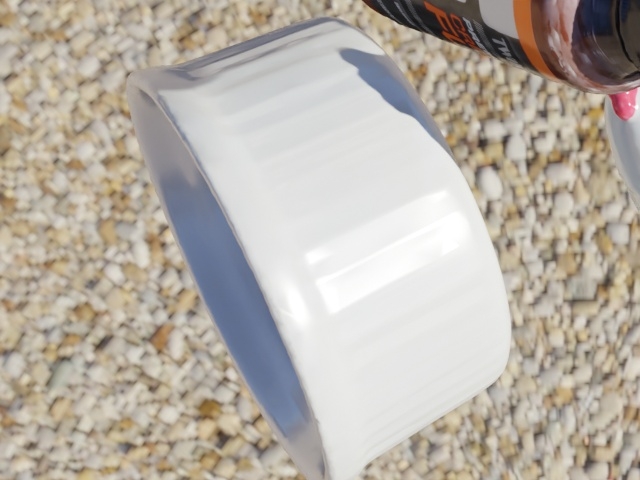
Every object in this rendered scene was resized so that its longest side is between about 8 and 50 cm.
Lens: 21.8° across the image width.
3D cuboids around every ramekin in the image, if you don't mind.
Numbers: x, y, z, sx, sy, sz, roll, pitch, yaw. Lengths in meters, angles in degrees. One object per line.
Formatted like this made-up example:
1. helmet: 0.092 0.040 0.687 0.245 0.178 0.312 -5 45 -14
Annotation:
1. ramekin: 0.000 0.000 1.006 0.135 0.277 0.277 -25 72 -12

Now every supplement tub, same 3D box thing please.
1. supplement tub: 0.102 -0.128 0.746 0.106 0.106 0.198 -53 41 -7

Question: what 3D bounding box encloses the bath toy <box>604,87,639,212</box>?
1. bath toy: 0.274 -0.104 0.769 0.348 0.129 0.151 -24 41 38
